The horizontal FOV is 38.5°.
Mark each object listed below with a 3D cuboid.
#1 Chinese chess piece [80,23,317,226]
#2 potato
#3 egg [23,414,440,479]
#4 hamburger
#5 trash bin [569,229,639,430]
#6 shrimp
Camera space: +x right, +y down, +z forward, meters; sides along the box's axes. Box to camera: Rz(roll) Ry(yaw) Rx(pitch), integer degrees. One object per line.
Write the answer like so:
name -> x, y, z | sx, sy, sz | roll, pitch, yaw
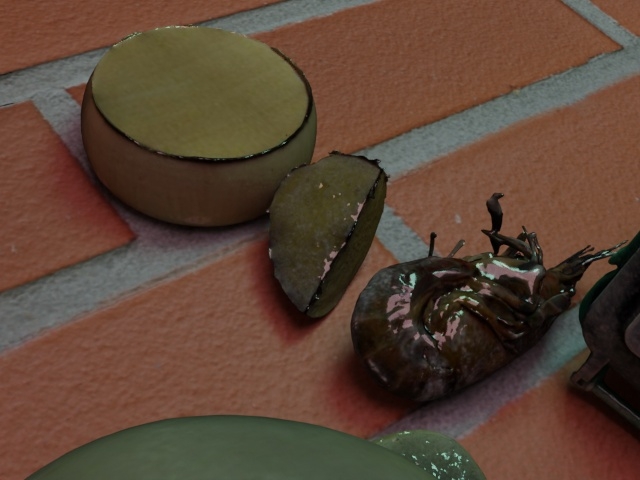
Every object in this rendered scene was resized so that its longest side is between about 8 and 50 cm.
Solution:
Chinese chess piece -> -0.127, -0.128, 0.976 | 0.249, 0.103, 0.250 | 7, 46, -8
potato -> 0.000, 0.000, 0.923 | 0.100, 0.089, 0.172 | 18, 73, 22
egg -> -0.049, 0.235, 0.555 | 0.352, 0.258, 0.259 | 5, 47, -20
hamburger -> 0.080, 0.223, 0.736 | 0.133, 0.062, 0.140 | -10, 50, -28
trash bin -> 0.445, 0.034, 0.888 | 0.259, 0.295, 0.381 | 40, 38, 16
shrimp -> 0.170, 0.044, 0.890 | 0.343, 0.116, 0.145 | -20, 71, -30
